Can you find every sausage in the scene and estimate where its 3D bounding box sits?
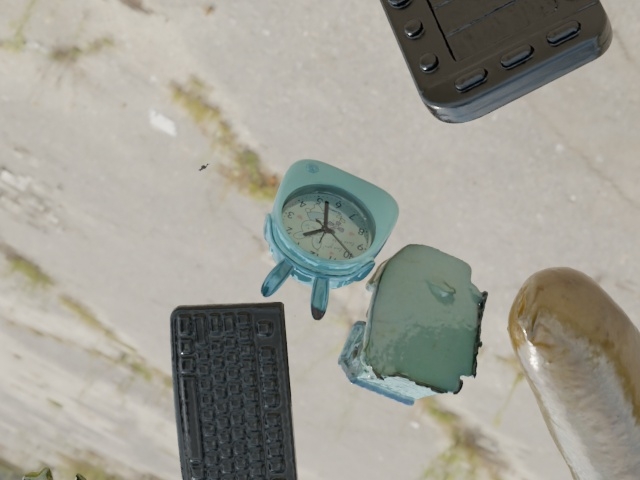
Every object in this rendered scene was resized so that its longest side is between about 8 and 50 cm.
[{"bbox_3d":[0.291,0.195,1.177,0.123,0.136,0.501,13,143,41],"label":"sausage"}]

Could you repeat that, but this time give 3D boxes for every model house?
[{"bbox_3d":[0.073,0.095,1.173,0.119,0.148,0.148,18,153,-18],"label":"model house"}]

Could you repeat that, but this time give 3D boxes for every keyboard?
[{"bbox_3d":[-0.062,0.129,0.910,0.103,0.381,0.041,-3,-179,15],"label":"keyboard"}]

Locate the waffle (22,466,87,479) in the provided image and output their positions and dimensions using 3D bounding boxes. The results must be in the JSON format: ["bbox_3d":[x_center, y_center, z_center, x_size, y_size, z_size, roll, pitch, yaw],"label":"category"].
[{"bbox_3d":[-0.257,0.343,1.120,0.317,0.073,0.297,-21,115,24],"label":"waffle"}]

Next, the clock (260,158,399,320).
[{"bbox_3d":[0.000,-0.001,1.035,0.108,0.147,0.045,24,139,3],"label":"clock"}]

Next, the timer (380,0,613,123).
[{"bbox_3d":[0.122,-0.182,0.895,0.144,0.187,0.055,-26,147,12],"label":"timer"}]
